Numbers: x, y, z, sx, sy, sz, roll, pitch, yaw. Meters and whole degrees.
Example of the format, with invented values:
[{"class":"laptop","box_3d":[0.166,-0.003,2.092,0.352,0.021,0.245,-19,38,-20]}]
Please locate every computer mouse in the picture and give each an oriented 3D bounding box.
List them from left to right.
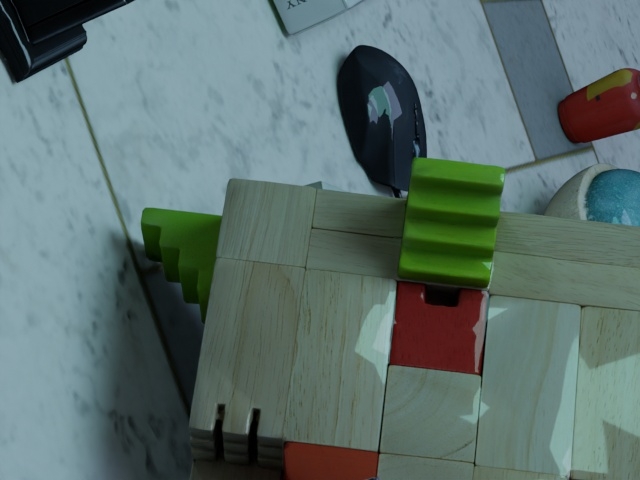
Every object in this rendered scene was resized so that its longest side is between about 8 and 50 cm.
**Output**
[{"class":"computer mouse","box_3d":[0.071,-0.028,1.400,0.071,0.041,0.242,-21,91,-63]}]

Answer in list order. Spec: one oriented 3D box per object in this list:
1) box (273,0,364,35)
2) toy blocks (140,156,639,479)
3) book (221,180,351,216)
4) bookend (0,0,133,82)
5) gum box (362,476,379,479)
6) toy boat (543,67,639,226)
[{"class":"box","box_3d":[-0.023,-0.325,1.406,0.322,0.058,0.232,66,28,-9]},{"class":"toy blocks","box_3d":[0.077,0.119,1.011,0.190,0.381,0.260,92,5,-64]},{"class":"book","box_3d":[0.000,0.000,1.192,0.144,0.096,0.035,19,56,-56]},{"class":"bookend","box_3d":[-0.120,-0.188,1.035,0.157,0.156,0.072,66,28,-10]},{"class":"gum box","box_3d":[-0.044,0.194,0.899,0.062,0.188,0.107,-39,108,-83]},{"class":"toy boat","box_3d":[0.286,-0.023,1.669,0.267,0.148,0.318,37,42,-46]}]
